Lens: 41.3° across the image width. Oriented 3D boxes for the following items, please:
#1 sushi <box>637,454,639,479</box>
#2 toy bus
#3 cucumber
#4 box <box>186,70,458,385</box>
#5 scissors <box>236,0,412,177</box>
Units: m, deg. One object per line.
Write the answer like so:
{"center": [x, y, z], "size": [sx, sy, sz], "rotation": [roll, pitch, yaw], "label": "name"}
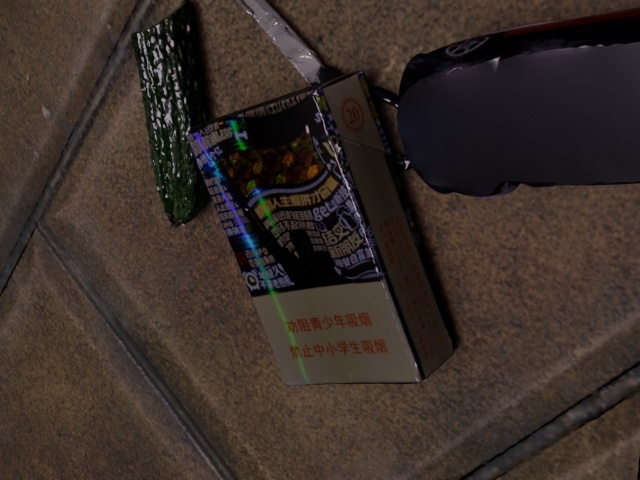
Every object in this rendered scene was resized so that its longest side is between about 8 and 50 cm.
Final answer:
{"center": [0.341, 0.101, 0.572], "size": [0.196, 0.182, 0.343], "rotation": [11, 140, 8], "label": "sushi"}
{"center": [0.216, -0.110, 0.653], "size": [0.302, 0.147, 0.127], "rotation": [-1, 110, 38], "label": "toy bus"}
{"center": [-0.168, -0.142, 0.993], "size": [0.077, 0.077, 0.265], "rotation": [8, 114, 35], "label": "cucumber"}
{"center": [0.000, 0.000, 0.890], "size": [0.198, 0.084, 0.310], "rotation": [-10, 105, 43], "label": "box"}
{"center": [-0.009, -0.179, 0.880], "size": [0.300, 0.022, 0.109], "rotation": [50, 131, 7], "label": "scissors"}
